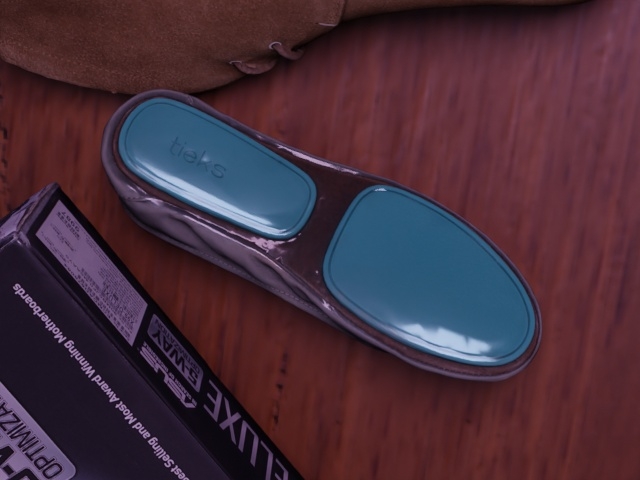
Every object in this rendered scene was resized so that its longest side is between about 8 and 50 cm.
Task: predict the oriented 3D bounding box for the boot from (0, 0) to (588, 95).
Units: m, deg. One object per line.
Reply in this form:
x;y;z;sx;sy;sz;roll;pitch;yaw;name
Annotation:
-0.016;-0.123;0.626;0.305;0.112;0.115;6;129;8;boot

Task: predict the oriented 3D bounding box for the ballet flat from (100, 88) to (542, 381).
0.000;0.000;0.642;0.213;0.068;0.072;29;72;6;ballet flat

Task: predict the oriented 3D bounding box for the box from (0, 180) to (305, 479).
-0.120;0.164;0.643;0.242;0.076;0.307;-34;106;13;box
